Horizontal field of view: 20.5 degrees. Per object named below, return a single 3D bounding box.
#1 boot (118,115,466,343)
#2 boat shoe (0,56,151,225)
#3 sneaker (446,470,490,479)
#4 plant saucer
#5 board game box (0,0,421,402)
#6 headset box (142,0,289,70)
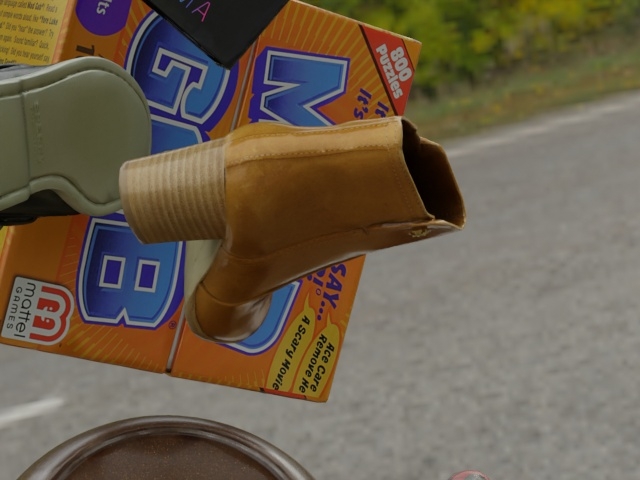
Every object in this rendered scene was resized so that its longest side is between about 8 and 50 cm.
[{"bbox_3d":[0.000,-0.001,1.252,0.211,0.104,0.295,-6,-21,11],"label":"boot"},{"bbox_3d":[-0.238,-0.073,1.341,0.113,0.127,0.340,3,11,20],"label":"boat shoe"},{"bbox_3d":[0.172,0.356,2.001,0.098,0.135,0.276,18,43,-4],"label":"sneaker"},{"bbox_3d":[-0.116,0.254,1.416,0.311,0.050,0.310,6,47,-7],"label":"plant saucer"},{"bbox_3d":[-0.182,-0.080,1.710,0.356,0.356,0.356,13,2,-33],"label":"board game box"},{"bbox_3d":[-0.069,-0.306,1.253,0.283,0.246,0.131,-49,12,0],"label":"headset box"}]
